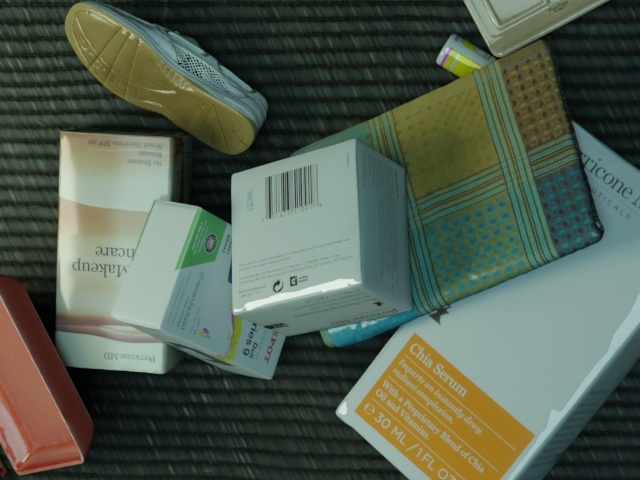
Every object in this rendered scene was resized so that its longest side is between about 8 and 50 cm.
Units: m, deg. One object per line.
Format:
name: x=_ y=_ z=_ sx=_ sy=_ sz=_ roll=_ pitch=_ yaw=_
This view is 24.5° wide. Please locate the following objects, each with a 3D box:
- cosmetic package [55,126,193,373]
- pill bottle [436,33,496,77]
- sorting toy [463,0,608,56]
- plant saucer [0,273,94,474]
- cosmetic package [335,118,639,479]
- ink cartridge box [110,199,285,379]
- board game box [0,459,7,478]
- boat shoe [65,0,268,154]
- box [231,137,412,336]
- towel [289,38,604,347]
cosmetic package: x=-0.247 y=0.009 z=1.864 sx=0.153 sy=0.129 sz=0.296 roll=2 pitch=97 yaw=6
pill bottle: x=0.188 y=-0.217 z=1.824 sx=0.083 sy=0.043 sz=0.043 roll=32 pitch=100 yaw=3
sorting toy: x=0.252 y=-0.356 z=1.806 sx=0.193 sy=0.038 sz=0.208 roll=-28 pitch=88 yaw=10
plant saucer: x=-0.385 y=0.167 z=1.874 sx=0.047 sy=0.259 sz=0.258 roll=-28 pitch=93 yaw=-32
cosmetic package: x=0.254 y=0.104 z=1.765 sx=0.230 sy=0.161 sz=0.453 roll=40 pitch=100 yaw=20
ink cartridge box: x=-0.130 y=0.063 z=1.795 sx=0.093 sy=0.212 sz=0.154 roll=9 pitch=74 yaw=40
board game box: x=-0.522 y=0.273 z=1.972 sx=0.141 sy=0.048 sz=0.170 roll=-28 pitch=93 yaw=11
boat shoe: x=-0.189 y=-0.216 z=1.852 sx=0.277 sy=0.096 sz=0.098 roll=36 pitch=133 yaw=-6
box: x=0.000 y=0.000 z=1.720 sx=0.181 sy=0.119 sz=0.182 roll=-15 pitch=66 yaw=30
towel: x=0.137 y=-0.050 z=1.744 sx=0.370 sy=0.040 sz=0.271 roll=-24 pitch=63 yaw=26
